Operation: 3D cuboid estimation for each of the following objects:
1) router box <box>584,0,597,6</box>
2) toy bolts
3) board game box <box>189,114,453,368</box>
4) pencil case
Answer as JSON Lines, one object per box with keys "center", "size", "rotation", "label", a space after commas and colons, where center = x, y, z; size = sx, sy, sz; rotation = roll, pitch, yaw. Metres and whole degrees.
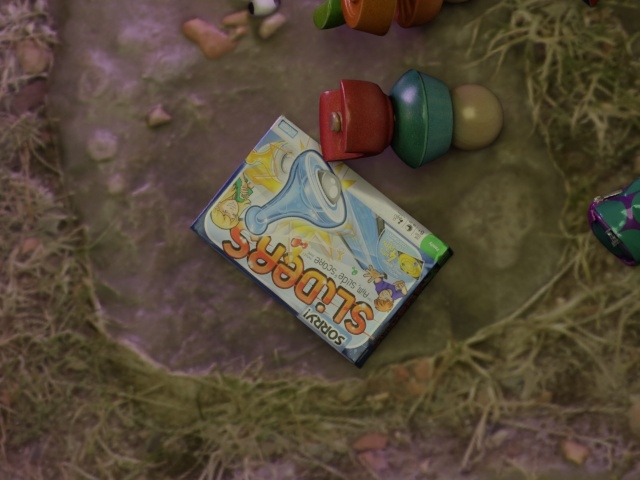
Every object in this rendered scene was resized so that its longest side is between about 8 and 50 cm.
{"center": [0.222, -0.433, 1.673], "size": [0.335, 0.082, 0.301], "rotation": [42, 90, 16], "label": "router box"}
{"center": [0.090, -0.177, 1.602], "size": [0.158, 0.218, 0.229], "rotation": [-2, 92, -13], "label": "toy bolts"}
{"center": [0.000, 0.000, 1.660], "size": [0.201, 0.035, 0.136], "rotation": [38, 89, 16], "label": "board game box"}
{"center": [0.303, -0.048, 1.592], "size": [0.151, 0.064, 0.070], "rotation": [-40, 99, 1], "label": "pencil case"}
